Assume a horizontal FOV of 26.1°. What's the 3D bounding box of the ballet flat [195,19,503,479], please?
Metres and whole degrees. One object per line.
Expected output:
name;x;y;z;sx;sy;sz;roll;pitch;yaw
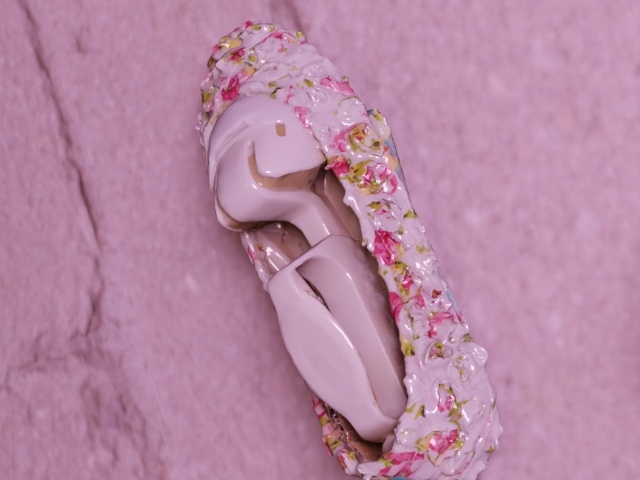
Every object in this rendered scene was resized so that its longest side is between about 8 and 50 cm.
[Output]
ballet flat;0.000;0.000;0.593;0.091;0.077;0.241;-42;67;32
